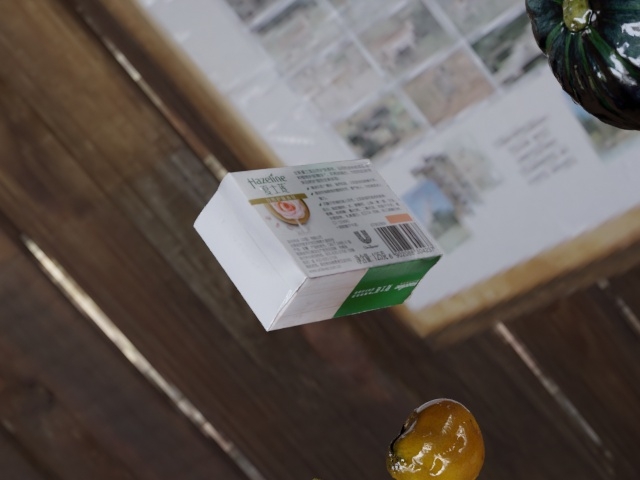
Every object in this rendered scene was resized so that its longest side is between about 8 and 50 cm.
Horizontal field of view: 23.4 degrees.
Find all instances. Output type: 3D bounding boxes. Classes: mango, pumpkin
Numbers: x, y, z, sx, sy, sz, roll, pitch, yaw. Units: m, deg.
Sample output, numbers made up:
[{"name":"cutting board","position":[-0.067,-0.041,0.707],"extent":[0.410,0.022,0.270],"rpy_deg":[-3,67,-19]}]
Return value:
[{"name":"mango","position":[0.129,0.246,1.765],"extent":[0.159,0.105,0.084],"rpy_deg":[-36,-16,-51]},{"name":"pumpkin","position":[0.221,-0.170,1.054],"extent":[0.150,0.194,0.194],"rpy_deg":[-40,16,-23]}]

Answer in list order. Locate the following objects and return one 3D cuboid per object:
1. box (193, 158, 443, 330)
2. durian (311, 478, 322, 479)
[{"name":"box","position":[0.000,0.000,1.452],"extent":[0.199,0.135,0.081],"rpy_deg":[-6,-39,-47]},{"name":"durian","position":[0.001,0.332,1.223],"extent":[0.293,0.258,0.258],"rpy_deg":[-57,20,-9]}]
